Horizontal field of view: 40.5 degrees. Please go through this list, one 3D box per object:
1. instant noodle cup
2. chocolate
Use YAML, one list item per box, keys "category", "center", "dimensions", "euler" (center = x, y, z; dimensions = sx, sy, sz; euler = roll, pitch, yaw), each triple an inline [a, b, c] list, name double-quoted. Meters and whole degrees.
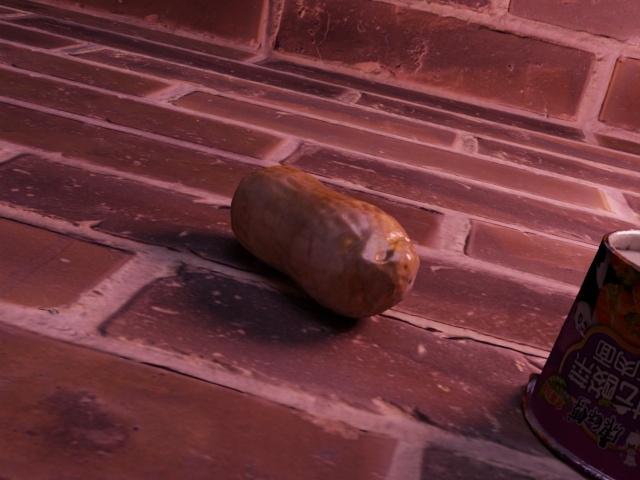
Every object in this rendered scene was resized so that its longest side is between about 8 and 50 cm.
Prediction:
- category: "instant noodle cup"
  center: [0.338, 0.109, 0.824]
  dimensions: [0.251, 0.190, 0.251]
  euler: [10, 19, -4]
- category: "chocolate"
  center: [0.000, 0.000, 1.031]
  dimensions: [0.134, 0.134, 0.309]
  euler: [-4, 21, -37]
